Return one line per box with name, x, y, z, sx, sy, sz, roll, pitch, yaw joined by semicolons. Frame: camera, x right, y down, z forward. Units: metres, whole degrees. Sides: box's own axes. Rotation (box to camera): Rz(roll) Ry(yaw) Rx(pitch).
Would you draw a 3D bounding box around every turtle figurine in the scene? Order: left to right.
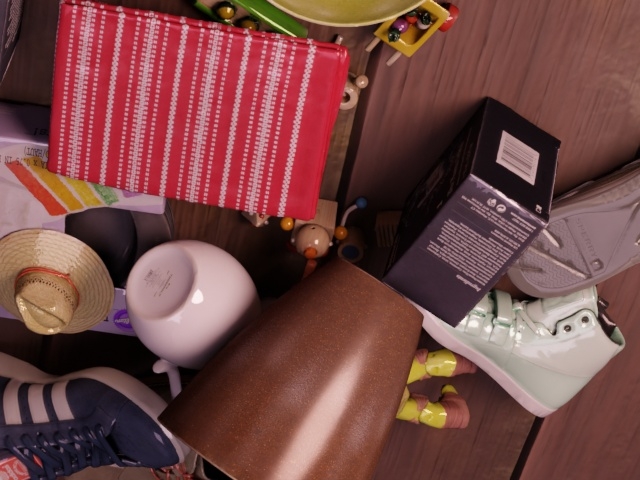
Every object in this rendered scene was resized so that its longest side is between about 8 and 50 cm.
turtle figurine;0.062;0.149;1.713;0.217;0.087;0.270;-5;99;-28

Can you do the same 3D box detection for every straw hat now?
straw hat;-0.285;0.062;1.665;0.144;0.061;0.144;3;129;3

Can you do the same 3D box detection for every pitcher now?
pitcher;-0.126;0.102;1.656;0.125;0.178;0.207;21;168;32

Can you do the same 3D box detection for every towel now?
towel;-0.120;-0.124;1.540;0.274;0.031;0.199;10;122;-1

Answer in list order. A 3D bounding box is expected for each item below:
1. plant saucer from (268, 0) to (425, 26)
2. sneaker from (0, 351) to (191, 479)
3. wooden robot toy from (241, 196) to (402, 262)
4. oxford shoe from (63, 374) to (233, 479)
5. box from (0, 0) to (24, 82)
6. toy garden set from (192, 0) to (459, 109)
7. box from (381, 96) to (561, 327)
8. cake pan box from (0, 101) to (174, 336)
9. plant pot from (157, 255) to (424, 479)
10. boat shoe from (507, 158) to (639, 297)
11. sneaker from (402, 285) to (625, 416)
plant saucer;0.025;-0.309;1.409;0.241;0.037;0.241;-3;112;-7
sneaker;-0.295;0.219;1.734;0.350;0.148;0.131;3;131;40
wooden robot toy;0.000;0.000;1.661;0.173;0.079;0.076;9;128;-1
oxford shoe;-0.160;0.228;1.820;0.348;0.130;0.123;-24;122;22
box;-0.349;-0.256;1.478;0.153;0.108;0.207;14;128;-6
toy garden set;-0.010;-0.200;1.526;0.203;0.049;0.244;32;124;-18
box;0.148;-0.028;1.570;0.093;0.156;0.158;32;124;-8
cake pan box;-0.284;-0.021;1.681;0.266;0.070;0.246;9;130;-3
plant pot;-0.007;0.139;1.568;0.215;0.215;0.230;36;84;-21
boat shoe;0.337;-0.033;1.603;0.320;0.103;0.118;-22;104;14
sneaker;0.204;0.064;1.688;0.256;0.094;0.151;38;117;-21
